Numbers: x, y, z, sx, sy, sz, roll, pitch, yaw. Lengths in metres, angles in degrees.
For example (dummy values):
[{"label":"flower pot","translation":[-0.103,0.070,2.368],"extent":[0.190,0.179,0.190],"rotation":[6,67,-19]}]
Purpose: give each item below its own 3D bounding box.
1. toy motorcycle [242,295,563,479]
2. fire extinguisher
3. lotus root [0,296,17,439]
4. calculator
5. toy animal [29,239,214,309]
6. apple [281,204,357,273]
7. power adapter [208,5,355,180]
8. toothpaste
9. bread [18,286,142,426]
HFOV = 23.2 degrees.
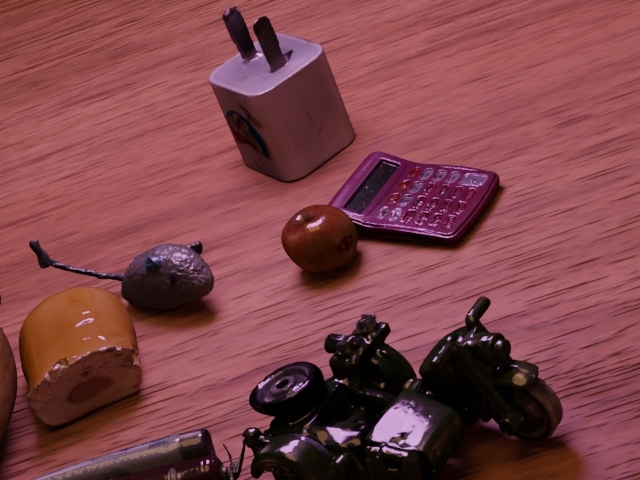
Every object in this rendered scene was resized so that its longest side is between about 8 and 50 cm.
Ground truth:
[{"label":"toy motorcycle","translation":[0.067,0.158,1.428],"extent":[0.275,0.127,0.205],"rotation":[3,37,39]},{"label":"fire extinguisher","translation":[-0.145,0.240,1.511],"extent":[0.158,0.043,0.064],"rotation":[-15,56,12]},{"label":"lotus root","translation":[-0.415,0.152,1.685],"extent":[0.182,0.183,0.310],"rotation":[-14,31,12]},{"label":"calculator","translation":[0.102,-0.046,1.788],"extent":[0.190,0.034,0.126],"rotation":[11,44,33]},{"label":"toy animal","translation":[-0.222,0.037,1.817],"extent":[0.253,0.079,0.070],"rotation":[6,20,34]},{"label":"apple","translation":[0.000,0.000,1.748],"extent":[0.084,0.071,0.084],"rotation":[-22,27,12]},{"label":"power adapter","translation":[-0.060,-0.197,1.942],"extent":[0.125,0.205,0.130],"rotation":[-37,34,-21]},{"label":"toothpaste","translation":[-0.223,0.235,1.564],"extent":[0.239,0.039,0.062],"rotation":[-16,-8,9]},{"label":"bread","translation":[-0.270,0.118,1.720],"extent":[0.134,0.085,0.173],"rotation":[-26,33,-6]}]
